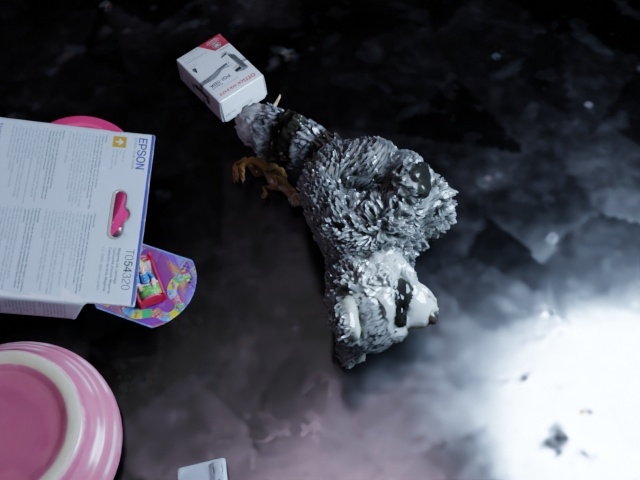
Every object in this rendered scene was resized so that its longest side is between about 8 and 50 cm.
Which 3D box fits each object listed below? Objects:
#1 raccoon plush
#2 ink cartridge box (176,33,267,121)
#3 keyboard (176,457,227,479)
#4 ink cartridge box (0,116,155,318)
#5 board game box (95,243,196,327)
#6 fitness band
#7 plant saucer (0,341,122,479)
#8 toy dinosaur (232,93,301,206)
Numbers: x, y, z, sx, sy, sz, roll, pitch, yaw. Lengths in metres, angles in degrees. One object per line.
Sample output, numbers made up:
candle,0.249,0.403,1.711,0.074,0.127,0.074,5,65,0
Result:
raccoon plush,0.000,0.000,1.606,0.446,0.216,0.299,22,71,35
ink cartridge box,-0.174,-0.288,1.843,0.099,0.056,0.135,-36,62,-18
keyboard,-0.152,0.410,1.407,0.072,0.014,0.256,-18,46,6
ink cartridge box,-0.439,-0.038,1.630,0.330,0.071,0.324,7,59,-8
board game box,-0.283,0.061,1.650,0.168,0.033,0.133,18,61,15
fitness band,-0.413,-0.086,1.744,0.209,0.054,0.291,2,58,9
plant saucer,-0.454,0.286,1.495,0.332,0.084,0.332,-1,58,2
toy dinosaur,-0.091,-0.133,1.750,0.112,0.064,0.211,-13,67,-20
